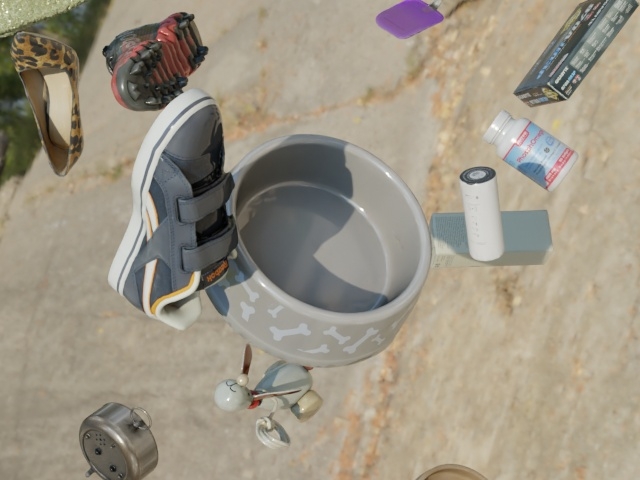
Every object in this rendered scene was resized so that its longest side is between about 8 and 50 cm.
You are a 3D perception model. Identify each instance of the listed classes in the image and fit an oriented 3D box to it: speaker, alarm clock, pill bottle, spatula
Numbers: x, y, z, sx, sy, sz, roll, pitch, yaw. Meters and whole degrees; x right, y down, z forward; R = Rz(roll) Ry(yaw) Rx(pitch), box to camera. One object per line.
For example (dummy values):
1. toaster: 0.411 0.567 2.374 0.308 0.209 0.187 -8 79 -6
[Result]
1. speaker: 0.241 -0.038 1.424 0.055 0.055 0.136 -93 -9 -60
2. alarm clock: -0.308 0.310 1.475 0.064 0.129 0.192 -33 -13 -50
3. pill bottle: 0.376 -0.165 1.724 0.087 0.160 0.087 -54 -7 -9
4. spatula: 0.203 -0.387 1.410 0.296 0.084 0.030 -35 52 34

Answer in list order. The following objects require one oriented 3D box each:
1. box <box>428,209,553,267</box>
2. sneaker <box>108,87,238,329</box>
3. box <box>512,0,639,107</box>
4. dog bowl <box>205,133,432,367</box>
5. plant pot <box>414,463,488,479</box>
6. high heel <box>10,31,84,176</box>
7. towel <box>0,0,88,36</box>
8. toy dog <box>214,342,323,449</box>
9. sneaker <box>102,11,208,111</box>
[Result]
1. box: 0.393 -0.003 2.231 0.094 0.275 0.113 94 175 -66
2. sneaker: -0.152 -0.026 1.128 0.126 0.127 0.321 -38 -20 -44
3. box: 0.460 -0.346 1.740 0.220 0.051 0.175 -53 10 -2
4. dog bowl: 0.000 0.000 1.348 0.102 0.348 0.349 123 162 -52
5. plant pot: 0.233 0.541 1.760 0.110 0.237 0.237 -44 28 52
6. high heel: -0.441 -0.218 1.552 0.261 0.093 0.186 72 -163 -78
7. towel: -0.366 -0.325 1.195 0.027 0.148 0.110 -148 36 -74
8. toy dog: -0.096 0.327 2.222 0.161 0.220 0.333 -57 -8 13
9. sneaker: -0.259 -0.247 1.383 0.276 0.135 0.098 -75 -33 -60
